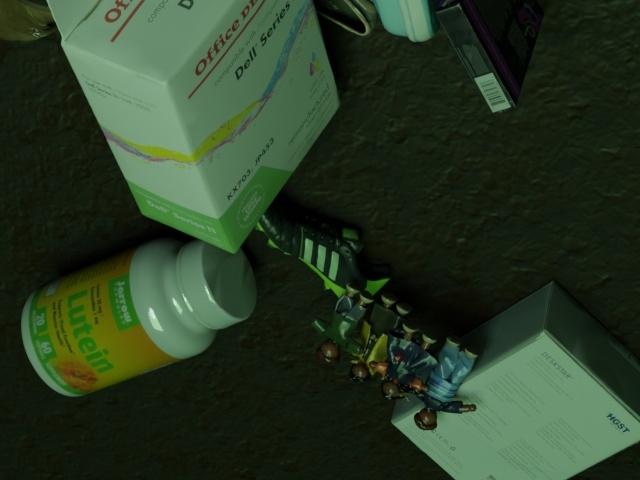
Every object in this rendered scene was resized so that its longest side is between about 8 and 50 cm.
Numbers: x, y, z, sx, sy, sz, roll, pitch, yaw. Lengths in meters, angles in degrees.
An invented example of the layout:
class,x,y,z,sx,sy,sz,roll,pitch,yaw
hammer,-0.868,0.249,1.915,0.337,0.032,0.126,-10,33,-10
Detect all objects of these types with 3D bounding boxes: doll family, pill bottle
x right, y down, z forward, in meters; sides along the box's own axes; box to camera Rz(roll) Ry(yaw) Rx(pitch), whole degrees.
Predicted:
class,x,y,z,sx,sy,sz,roll,pitch,yaw
doll family,0.080,0.129,1.860,0.193,0.076,0.111,34,111,24
pill bottle,-0.198,0.077,1.921,0.246,0.136,0.136,-21,119,28

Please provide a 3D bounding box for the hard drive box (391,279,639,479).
class,x,y,z,sx,sy,sz,roll,pitch,yaw
hard drive box,0.225,0.178,1.913,0.181,0.089,0.232,43,127,-18

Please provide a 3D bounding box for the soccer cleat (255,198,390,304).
class,x,y,z,sx,sy,sz,roll,pitch,yaw
soccer cleat,0.000,0.000,1.863,0.072,0.060,0.179,-37,118,25

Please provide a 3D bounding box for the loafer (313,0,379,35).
class,x,y,z,sx,sy,sz,roll,pitch,yaw
loafer,0.000,-0.239,1.680,0.125,0.039,0.045,27,130,-7

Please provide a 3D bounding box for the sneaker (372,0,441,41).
class,x,y,z,sx,sy,sz,roll,pitch,yaw
sneaker,-0.011,-0.318,1.571,0.208,0.127,0.319,-9,115,19

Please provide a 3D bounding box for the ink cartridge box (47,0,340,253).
class,x,y,z,sx,sy,sz,roll,pitch,yaw
ink cartridge box,-0.105,-0.171,1.572,0.119,0.207,0.353,24,157,24

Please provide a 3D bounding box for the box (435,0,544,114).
class,x,y,z,sx,sy,sz,roll,pitch,yaw
box,0.156,-0.206,1.584,0.029,0.162,0.116,-16,121,30

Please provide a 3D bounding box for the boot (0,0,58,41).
class,x,y,z,sx,sy,sz,roll,pitch,yaw
boot,-0.265,-0.244,1.678,0.305,0.112,0.115,18,148,36
